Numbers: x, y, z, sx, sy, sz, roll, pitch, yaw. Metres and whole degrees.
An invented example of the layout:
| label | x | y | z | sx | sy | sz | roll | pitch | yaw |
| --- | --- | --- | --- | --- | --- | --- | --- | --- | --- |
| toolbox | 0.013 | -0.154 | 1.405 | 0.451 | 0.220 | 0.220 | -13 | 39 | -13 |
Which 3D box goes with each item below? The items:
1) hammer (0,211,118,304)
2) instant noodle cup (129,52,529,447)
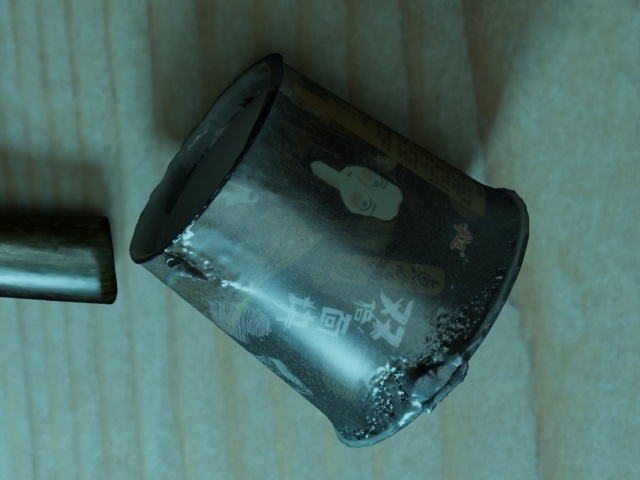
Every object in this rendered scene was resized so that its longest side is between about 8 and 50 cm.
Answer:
| label | x | y | z | sx | sy | sz | roll | pitch | yaw |
| --- | --- | --- | --- | --- | --- | --- | --- | --- | --- |
| hammer | -0.335 | 0.000 | 1.342 | 0.409 | 0.095 | 0.242 | 5 | 114 | -16 |
| instant noodle cup | 0.000 | 0.000 | 1.346 | 0.207 | 0.217 | 0.217 | 36 | 104 | -16 |
